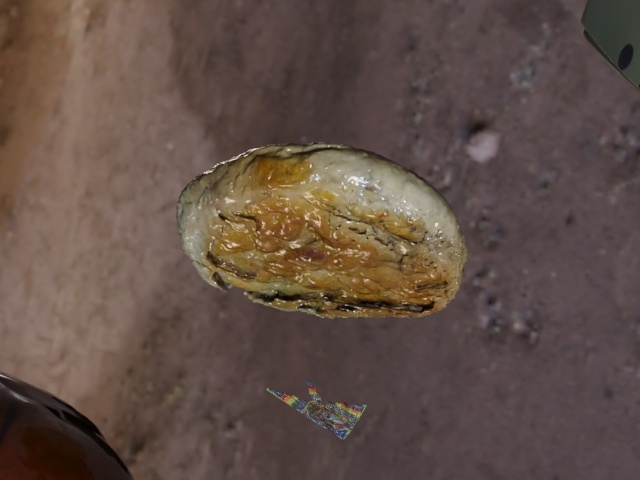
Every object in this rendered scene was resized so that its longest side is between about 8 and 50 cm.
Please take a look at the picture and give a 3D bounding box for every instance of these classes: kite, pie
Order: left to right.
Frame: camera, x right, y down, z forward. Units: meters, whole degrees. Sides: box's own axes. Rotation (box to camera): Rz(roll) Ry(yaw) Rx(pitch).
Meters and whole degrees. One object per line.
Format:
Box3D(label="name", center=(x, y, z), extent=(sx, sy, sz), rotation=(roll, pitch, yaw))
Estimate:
Box3D(label="pie", center=(0.000, 0.000, 1.320), extent=(0.274, 0.274, 0.055), rotation=(-43, 30, 53))
Box3D(label="kite", center=(0.001, 0.160, 1.381), extent=(0.122, 0.090, 0.004), rotation=(9, 51, 36))

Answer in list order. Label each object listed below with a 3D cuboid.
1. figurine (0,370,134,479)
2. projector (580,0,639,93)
Box3D(label="figurine", center=(-0.177, 0.139, 0.628), extent=(0.298, 0.416, 0.243), rotation=(-4, 30, 34))
Box3D(label="projector", center=(0.268, -0.162, 0.891), extent=(0.269, 0.088, 0.194), rotation=(-117, 44, -61))
